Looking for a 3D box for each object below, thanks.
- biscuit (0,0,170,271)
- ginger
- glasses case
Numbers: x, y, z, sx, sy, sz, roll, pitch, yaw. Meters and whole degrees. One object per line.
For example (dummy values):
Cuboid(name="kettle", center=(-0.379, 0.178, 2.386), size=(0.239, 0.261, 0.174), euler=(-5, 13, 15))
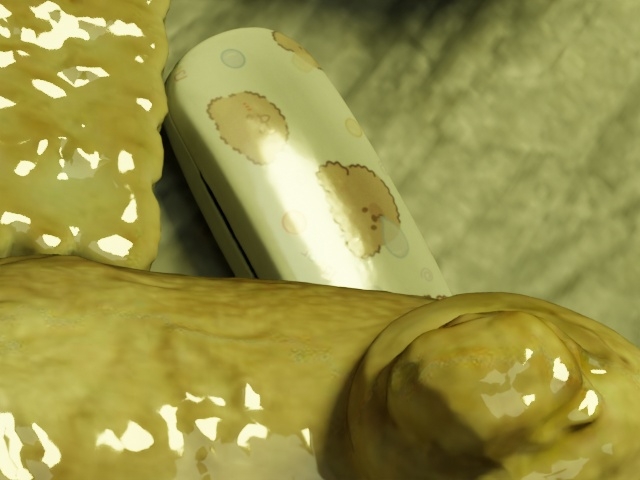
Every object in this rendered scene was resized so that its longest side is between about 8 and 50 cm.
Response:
Cuboid(name="biscuit", center=(-0.201, -0.100, 0.621), size=(0.324, 0.044, 0.217), euler=(10, 63, -24))
Cuboid(name="ginger", center=(-0.017, 0.068, 0.554), size=(0.275, 0.221, 0.130), euler=(10, 73, -33))
Cuboid(name="glasses case", center=(0.000, 0.000, 0.686), size=(0.063, 0.041, 0.164), euler=(-23, 81, -34))
